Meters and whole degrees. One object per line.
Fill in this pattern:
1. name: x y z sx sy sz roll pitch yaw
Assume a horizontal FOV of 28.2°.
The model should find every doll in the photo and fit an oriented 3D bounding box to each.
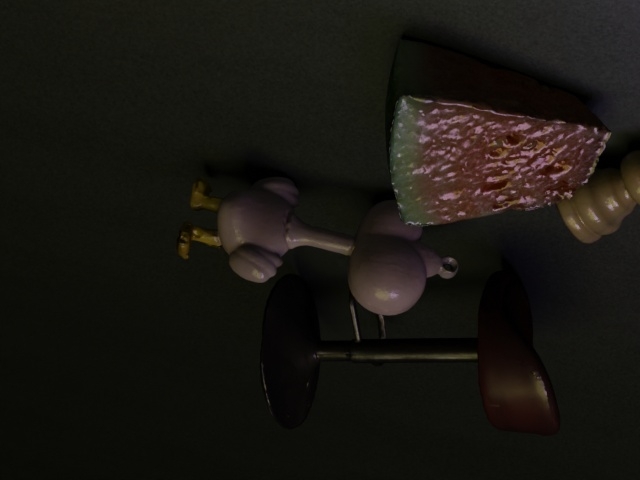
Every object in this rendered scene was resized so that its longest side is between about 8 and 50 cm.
1. doll: 0.000 0.000 1.661 0.365 0.160 0.094 14 148 0

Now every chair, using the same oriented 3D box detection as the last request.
1. chair: 0.139 0.154 1.749 0.401 0.226 0.226 -1 139 22

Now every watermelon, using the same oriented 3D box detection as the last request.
1. watermelon: 0.202 -0.119 1.488 0.257 0.139 0.193 3 137 1

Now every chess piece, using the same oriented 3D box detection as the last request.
1. chess piece: 0.371 -0.065 1.509 0.170 0.094 0.094 -24 127 36
